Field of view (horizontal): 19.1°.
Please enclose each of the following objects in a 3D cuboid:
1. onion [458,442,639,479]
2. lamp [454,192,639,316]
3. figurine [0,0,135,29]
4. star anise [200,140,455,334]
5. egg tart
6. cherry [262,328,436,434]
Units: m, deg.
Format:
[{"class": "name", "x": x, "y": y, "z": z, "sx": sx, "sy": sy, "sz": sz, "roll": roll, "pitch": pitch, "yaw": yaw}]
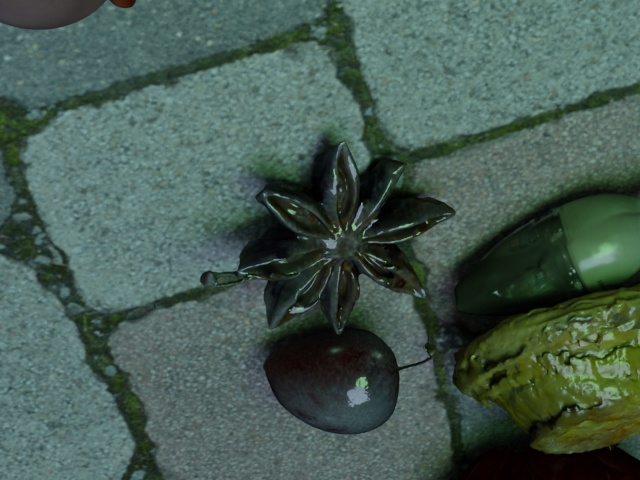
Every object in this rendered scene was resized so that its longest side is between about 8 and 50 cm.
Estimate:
[{"class": "onion", "x": 0.264, "y": 0.345, "z": 2.090, "sx": 0.276, "sy": 0.276, "sz": 0.276, "roll": -7, "pitch": 131, "yaw": -8}, {"class": "lamp", "x": 0.248, "y": 0.014, "z": 1.901, "sx": 0.250, "sy": 0.101, "sz": 0.101, "roll": -22, "pitch": 132, "yaw": 14}, {"class": "figurine", "x": -0.229, "y": -0.251, "z": 1.509, "sx": 0.173, "sy": 0.173, "sz": 0.173, "roll": -7, "pitch": 131, "yaw": -8}, {"class": "star anise", "x": 0.000, "y": 0.000, "z": 1.836, "sx": 0.262, "sy": 0.081, "sz": 0.230, "roll": -15, "pitch": 133, "yaw": -17}, {"class": "egg tart", "x": 0.278, "y": 0.139, "z": 1.938, "sx": 0.294, "sy": 0.123, "sz": 0.294, "roll": -12, "pitch": 162, "yaw": -4}, {"class": "cherry", "x": 0.020, "y": 0.133, "z": 1.912, "sx": 0.148, "sy": 0.188, "sz": 0.115, "roll": 29, "pitch": 79, "yaw": 4}]
